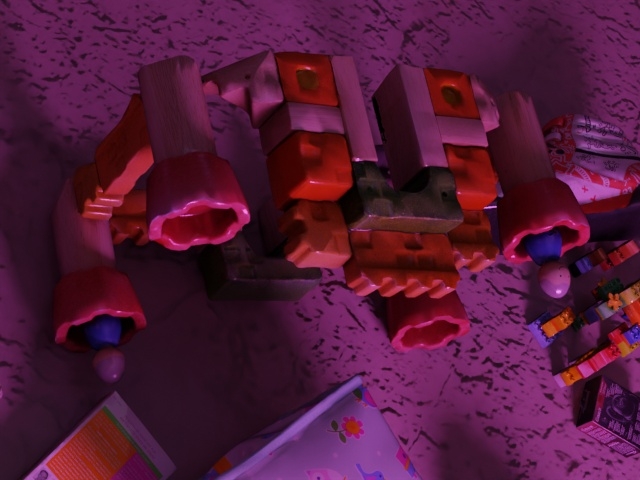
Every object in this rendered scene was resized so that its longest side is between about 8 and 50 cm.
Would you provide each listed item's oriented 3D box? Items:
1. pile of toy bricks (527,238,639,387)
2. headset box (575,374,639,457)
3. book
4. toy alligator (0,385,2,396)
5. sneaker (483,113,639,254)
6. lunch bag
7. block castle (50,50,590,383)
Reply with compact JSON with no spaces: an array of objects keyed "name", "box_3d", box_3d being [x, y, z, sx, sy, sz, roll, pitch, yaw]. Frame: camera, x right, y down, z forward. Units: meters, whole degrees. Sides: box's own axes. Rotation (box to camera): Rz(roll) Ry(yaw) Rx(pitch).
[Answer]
[{"name":"pile of toy bricks","box_3d":[0.332,0.066,1.810,0.212,0.105,0.118,-32,88,-38]},{"name":"headset box","box_3d":[0.322,0.193,1.793,0.083,0.032,0.062,29,56,-17]},{"name":"book","box_3d":[-0.205,0.218,1.449,0.096,0.035,0.144,50,53,-7]},{"name":"toy alligator","box_3d":[-0.313,0.207,1.377,0.189,0.056,0.051,-63,148,-36]},{"name":"sneaker","box_3d":[0.251,-0.068,1.839,0.270,0.090,0.145,-4,51,-20]},{"name":"lunch bag","box_3d":[-0.021,0.284,1.458,0.262,0.160,0.223,-34,90,-43]},{"name":"block castle","box_3d":[0.000,0.000,1.510,0.453,0.303,0.212,3,61,-32]}]
